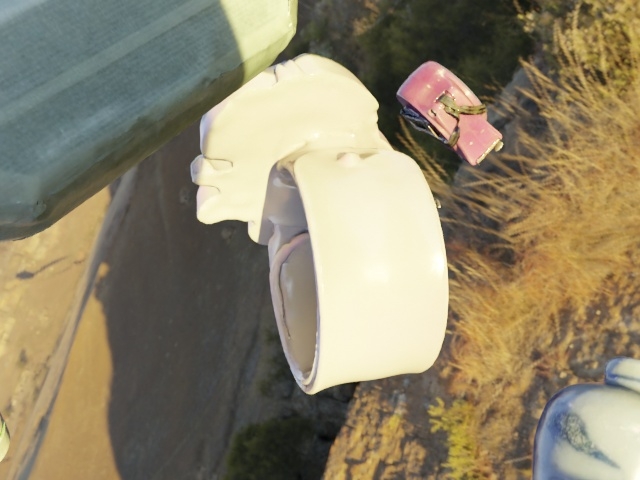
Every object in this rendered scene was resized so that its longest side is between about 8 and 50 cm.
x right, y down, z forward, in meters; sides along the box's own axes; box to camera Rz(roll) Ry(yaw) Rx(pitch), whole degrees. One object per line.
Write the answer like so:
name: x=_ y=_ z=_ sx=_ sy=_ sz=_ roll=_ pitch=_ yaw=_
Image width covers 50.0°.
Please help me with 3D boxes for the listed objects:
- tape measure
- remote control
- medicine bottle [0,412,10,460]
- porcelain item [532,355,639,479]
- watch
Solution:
tape measure: x=0.153 y=-0.159 z=0.846 sx=0.074 sy=0.118 sz=0.125 roll=-47 pitch=35 yaw=5
remote control: x=-0.101 y=-0.094 z=0.333 sx=0.247 sy=0.104 sz=0.052 roll=-46 pitch=15 yaw=-33
medicine bottle: x=-0.405 y=0.179 z=0.747 sx=0.086 sy=0.086 sz=0.183 roll=-90 pitch=5 yaw=-46
porcelain item: x=0.240 y=0.227 z=0.581 sx=0.141 sy=0.141 sz=0.259 roll=-14 pitch=48 yaw=64
watch: x=0.000 y=0.000 z=0.567 sx=0.244 sy=0.196 sz=0.231 roll=103 pitch=157 yaw=-56
